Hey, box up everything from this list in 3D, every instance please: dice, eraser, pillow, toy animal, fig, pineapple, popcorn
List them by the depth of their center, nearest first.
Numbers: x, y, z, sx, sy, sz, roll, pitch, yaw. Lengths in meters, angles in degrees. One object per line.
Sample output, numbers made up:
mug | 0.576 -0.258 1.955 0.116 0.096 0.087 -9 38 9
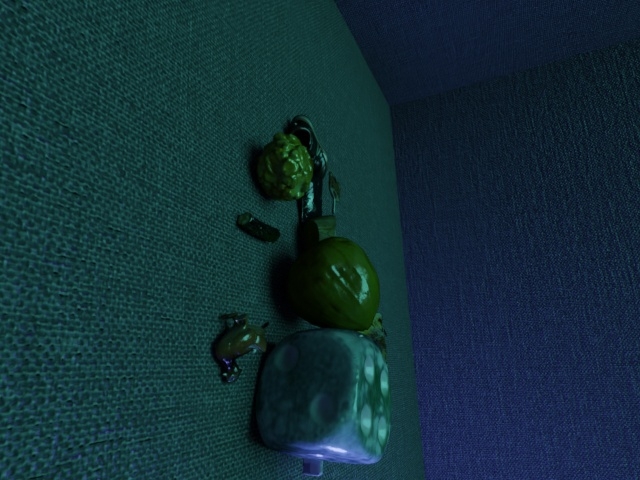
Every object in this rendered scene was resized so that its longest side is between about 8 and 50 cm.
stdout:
toy animal | -0.207 0.286 1.161 0.188 0.089 0.179 -7 93 -48
dice | 0.022 0.480 1.310 0.328 0.331 0.348 52 39 -47
eraser | -0.024 0.747 1.454 0.026 0.065 0.105 46 41 -55
popcorn | -0.119 -0.252 1.462 0.217 0.181 0.235 -40 123 -66
fig | 0.053 0.164 1.479 0.343 0.343 0.343 -9 90 -67
pillow | -0.037 -0.162 1.747 0.141 0.055 0.208 -7 99 -54
pineapple | 0.156 0.513 1.892 0.344 0.209 0.286 -87 -168 -53

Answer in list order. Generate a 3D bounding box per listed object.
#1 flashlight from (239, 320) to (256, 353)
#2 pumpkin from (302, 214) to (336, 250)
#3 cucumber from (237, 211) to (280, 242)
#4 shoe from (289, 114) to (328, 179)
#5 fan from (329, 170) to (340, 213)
flashlight | -0.218 0.275 1.222 0.052 0.031 0.110 -4 78 -31
pumpkin | -0.016 -0.009 1.686 0.110 0.217 0.217 16 60 -23
cucumber | -0.195 -0.038 1.361 0.187 0.058 0.058 32 53 -60
shoe | -0.052 -0.367 1.747 0.137 0.114 0.290 -67 139 -61
fan | 0.072 -0.227 2.125 0.152 0.008 0.226 50 37 -53
